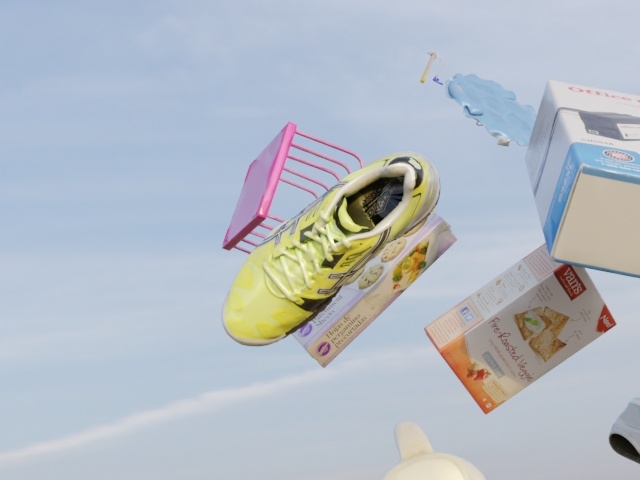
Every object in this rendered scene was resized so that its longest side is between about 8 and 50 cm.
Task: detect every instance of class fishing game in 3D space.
[{"bbox_3d":[0.266,-0.190,1.680,0.264,0.189,0.041,28,-59,-6],"label":"fishing game"}]

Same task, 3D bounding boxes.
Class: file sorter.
[{"bbox_3d":[-0.054,-0.075,2.241,0.182,0.202,0.290,21,-19,-13],"label":"file sorter"}]

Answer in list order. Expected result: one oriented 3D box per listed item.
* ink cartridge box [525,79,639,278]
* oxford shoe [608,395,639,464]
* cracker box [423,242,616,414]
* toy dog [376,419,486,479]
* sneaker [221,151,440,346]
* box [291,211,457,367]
[{"bbox_3d":[0.386,-0.076,1.361,0.223,0.307,0.129,10,-64,-1],"label":"ink cartridge box"},{"bbox_3d":[0.692,0.437,2.030,0.130,0.449,0.169,-40,-59,-7],"label":"oxford shoe"},{"bbox_3d":[0.284,0.121,1.565,0.232,0.067,0.156,-36,-56,3],"label":"cracker box"},{"bbox_3d":[0.176,0.522,1.759,0.284,0.395,0.408,-26,-30,-10],"label":"toy dog"},{"bbox_3d":[0.000,0.000,1.580,0.384,0.145,0.147,-43,-12,3],"label":"sneaker"},{"bbox_3d":[0.092,0.076,1.887,0.324,0.067,0.063,-43,-51,-4],"label":"box"}]
